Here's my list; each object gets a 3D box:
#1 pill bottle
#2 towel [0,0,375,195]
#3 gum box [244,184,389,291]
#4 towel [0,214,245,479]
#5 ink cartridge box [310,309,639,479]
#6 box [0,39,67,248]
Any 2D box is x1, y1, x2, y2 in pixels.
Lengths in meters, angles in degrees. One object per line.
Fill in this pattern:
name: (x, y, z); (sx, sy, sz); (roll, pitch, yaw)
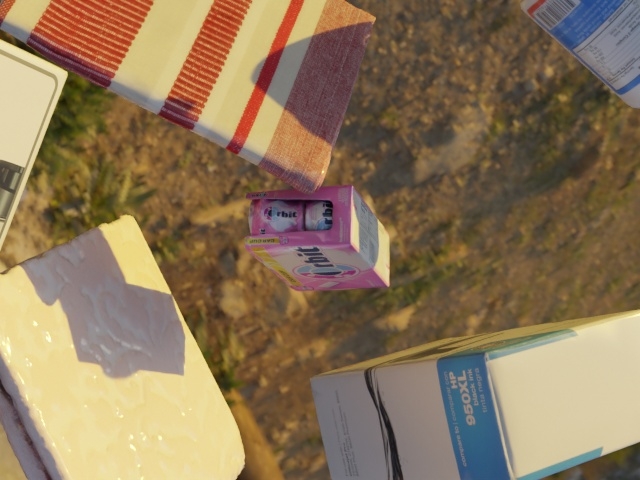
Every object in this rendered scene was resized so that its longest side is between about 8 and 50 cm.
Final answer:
pill bottle: (0.324, -0.214, 1.142); (0.124, 0.221, 0.124); (-49, -176, 5)
towel: (-0.118, -0.204, 1.074); (0.329, 0.237, 0.037); (27, 144, -12)
gum box: (0.000, 0.000, 1.142); (0.107, 0.062, 0.188); (-3, 163, 14)
towel: (-0.203, 0.151, 1.100); (0.053, 0.316, 0.332); (-24, -176, 20)
ink cartridge box: (0.213, 0.216, 1.502); (0.286, 0.166, 0.395); (-10, 176, -34)
box: (-0.260, 0.012, 0.570); (0.169, 0.087, 0.289); (24, 87, -63)
